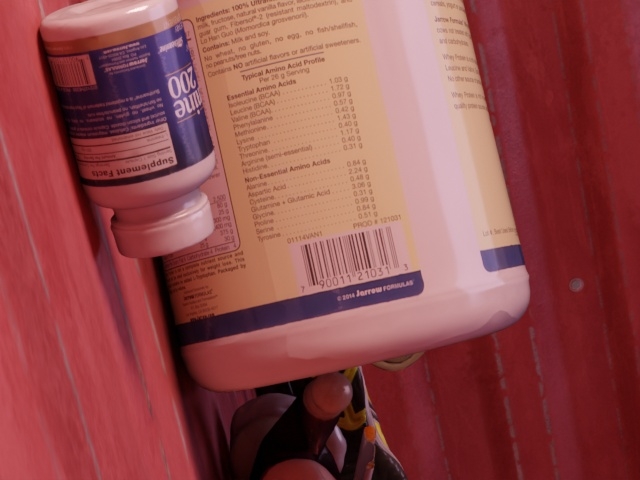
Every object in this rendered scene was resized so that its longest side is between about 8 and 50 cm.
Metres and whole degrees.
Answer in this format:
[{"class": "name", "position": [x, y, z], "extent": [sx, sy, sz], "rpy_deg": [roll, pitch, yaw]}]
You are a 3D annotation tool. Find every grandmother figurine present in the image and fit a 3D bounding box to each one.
[{"class": "grandmother figurine", "position": [-0.021, 0.182, 0.986], "extent": [0.342, 0.104, 0.208], "rpy_deg": [-119, -128, -78]}]

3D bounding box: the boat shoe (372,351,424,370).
[{"class": "boat shoe", "position": [0.000, 0.000, 1.408], "extent": [0.302, 0.113, 0.103], "rpy_deg": [51, -9, -26]}]

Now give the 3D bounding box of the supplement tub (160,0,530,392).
[{"class": "supplement tub", "position": [-0.007, -0.080, 0.965], "extent": [0.235, 0.235, 0.325], "rpy_deg": [71, 6, -87]}]

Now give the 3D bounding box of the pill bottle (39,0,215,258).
[{"class": "pill bottle", "position": [-0.088, -0.056, 0.705], "extent": [0.067, 0.067, 0.120], "rpy_deg": [-101, 179, -71]}]

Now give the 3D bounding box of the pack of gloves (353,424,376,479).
[{"class": "pack of gloves", "position": [-0.003, 0.280, 1.115], "extent": [0.195, 0.046, 0.232], "rpy_deg": [-74, 176, -74]}]

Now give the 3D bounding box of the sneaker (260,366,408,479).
[{"class": "sneaker", "position": [0.019, 0.232, 1.653], "extent": [0.147, 0.145, 0.385], "rpy_deg": [-102, -179, -79]}]
